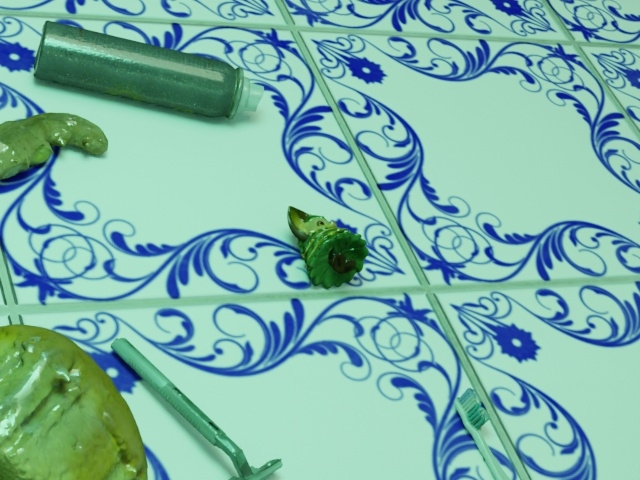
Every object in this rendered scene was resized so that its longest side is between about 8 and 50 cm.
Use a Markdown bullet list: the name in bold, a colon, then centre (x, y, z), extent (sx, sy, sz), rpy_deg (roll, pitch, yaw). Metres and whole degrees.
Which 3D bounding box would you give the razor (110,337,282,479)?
- **razor**: centre (-0.135, 0.167, 1.332), extent (0.211, 0.036, 0.084), rpy_deg (44, 42, 20)

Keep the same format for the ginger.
- **ginger**: centre (-0.323, -0.113, 1.528), extent (0.173, 0.051, 0.069), rpy_deg (-23, 63, -39)

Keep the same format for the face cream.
- **face cream**: centre (-0.210, -0.206, 1.664), extent (0.284, 0.073, 0.073), rpy_deg (11, 42, -15)

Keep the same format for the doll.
- **doll**: centre (-0.004, 0.010, 1.561), extent (0.078, 0.076, 0.113), rpy_deg (24, 2, -40)

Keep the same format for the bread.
- **bread**: centre (-0.270, 0.152, 1.207), extent (0.252, 0.133, 0.174), rpy_deg (33, 44, 8)

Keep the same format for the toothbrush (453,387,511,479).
- **toothbrush**: centre (0.212, 0.282, 1.392), extent (0.030, 0.030, 0.304), rpy_deg (-4, 51, -30)
